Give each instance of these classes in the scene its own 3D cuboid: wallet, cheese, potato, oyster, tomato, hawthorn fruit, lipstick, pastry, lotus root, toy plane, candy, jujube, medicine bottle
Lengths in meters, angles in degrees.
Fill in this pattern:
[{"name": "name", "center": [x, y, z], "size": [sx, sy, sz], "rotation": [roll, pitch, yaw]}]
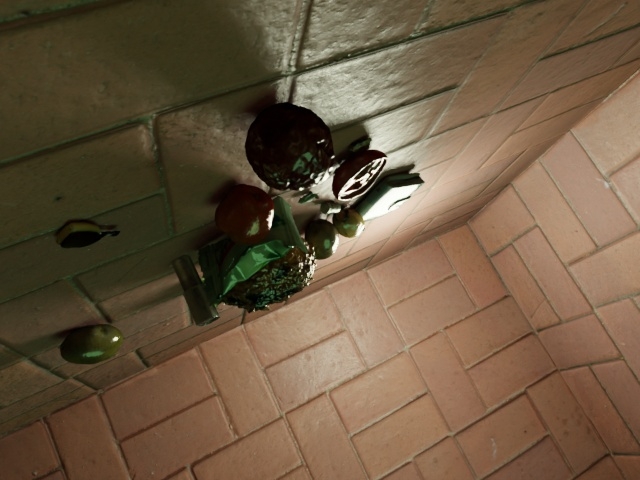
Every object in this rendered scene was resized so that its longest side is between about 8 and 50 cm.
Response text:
[{"name": "wallet", "center": [0.288, -0.180, 2.332], "size": [0.252, 0.083, 0.360], "rotation": [-11, 160, -33]}, {"name": "cheese", "center": [-0.592, -0.018, 1.350], "size": [0.086, 0.036, 0.162], "rotation": [-38, 163, 27]}, {"name": "potato", "center": [-0.902, 0.411, 2.048], "size": [0.251, 0.159, 0.174], "rotation": [9, 118, -53]}, {"name": "oyster", "center": [0.127, -0.312, 1.687], "size": [0.083, 0.019, 0.054], "rotation": [-29, 167, -4]}, {"name": "tomato", "center": [0.121, -0.237, 1.788], "size": [0.228, 0.101, 0.228], "rotation": [-34, 166, -10]}, {"name": "hawthorn fruit", "center": [-0.224, -0.080, 1.558], "size": [0.189, 0.189, 0.189], "rotation": [-26, 166, -7]}, {"name": "lipstick", "center": [-0.448, 0.178, 1.860], "size": [0.077, 0.252, 0.079], "rotation": [-29, 167, 6]}, {"name": "potato", "center": [0.000, 0.000, 2.262], "size": [0.165, 0.165, 0.262], "rotation": [-26, 172, -8]}, {"name": "pastry", "center": [-0.222, 0.111, 1.989], "size": [0.405, 0.292, 0.337], "rotation": [-21, 157, 11]}, {"name": "lotus root", "center": [0.130, -0.070, 2.295], "size": [0.125, 0.118, 0.221], "rotation": [5, 159, 31]}, {"name": "toy plane", "center": [-0.044, -0.156, 1.893], "size": [0.083, 0.033, 0.080], "rotation": [-18, 165, -9]}, {"name": "candy", "center": [-0.250, 0.034, 1.754], "size": [0.398, 0.262, 0.172], "rotation": [-35, 129, 19]}, {"name": "jujube", "center": [-0.074, -0.218, 1.271], "size": [0.213, 0.212, 0.232], "rotation": [-30, 161, 8]}, {"name": "medicine bottle", "center": [0.040, -0.131, 2.100], "size": [0.047, 0.047, 0.083], "rotation": [-37, 163, 32]}]

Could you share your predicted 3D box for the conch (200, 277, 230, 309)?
[{"name": "conch", "center": [-0.451, 0.230, 2.273], "size": [0.143, 0.137, 0.251], "rotation": [-36, 164, 32]}]
